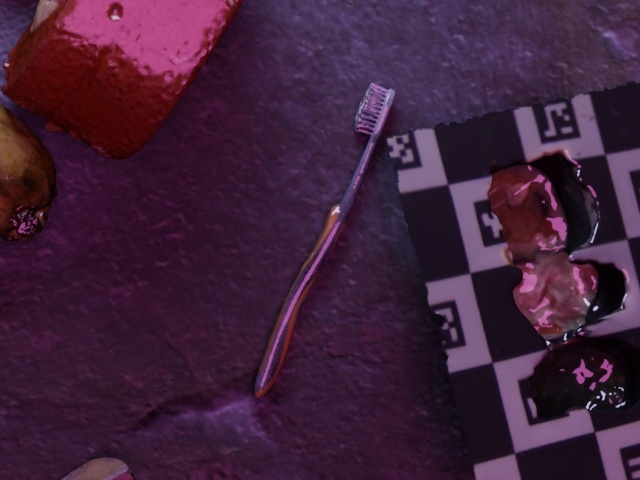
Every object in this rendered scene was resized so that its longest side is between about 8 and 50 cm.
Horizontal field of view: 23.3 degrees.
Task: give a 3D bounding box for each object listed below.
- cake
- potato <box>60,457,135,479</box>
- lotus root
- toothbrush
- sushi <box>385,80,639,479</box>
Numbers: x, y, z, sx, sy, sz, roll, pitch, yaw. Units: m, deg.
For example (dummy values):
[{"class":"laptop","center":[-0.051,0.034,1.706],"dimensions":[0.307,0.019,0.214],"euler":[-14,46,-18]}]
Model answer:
[{"class":"cake","center":[-0.157,-0.213,1.355],"dimensions":[0.151,0.177,0.283],"euler":[34,86,-12]},{"class":"potato","center":[-0.212,0.228,1.436],"dimensions":[0.093,0.036,0.037],"euler":[-26,135,7]},{"class":"lotus root","center":[-0.305,-0.087,1.351],"dimensions":[0.108,0.094,0.190],"euler":[-44,119,-27]},{"class":"toothbrush","center":[0.003,0.001,1.479],"dimensions":[0.031,0.023,0.321],"euler":[21,86,-6]},{"class":"sushi","center":[0.218,0.059,1.504],"dimensions":[0.296,0.100,0.373],"euler":[-14,85,-21]}]
